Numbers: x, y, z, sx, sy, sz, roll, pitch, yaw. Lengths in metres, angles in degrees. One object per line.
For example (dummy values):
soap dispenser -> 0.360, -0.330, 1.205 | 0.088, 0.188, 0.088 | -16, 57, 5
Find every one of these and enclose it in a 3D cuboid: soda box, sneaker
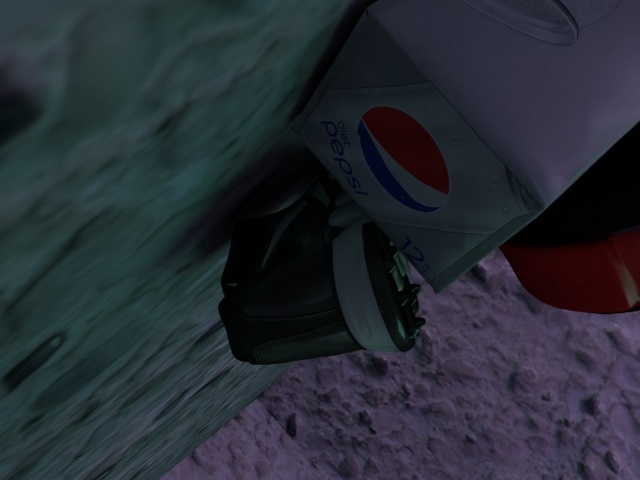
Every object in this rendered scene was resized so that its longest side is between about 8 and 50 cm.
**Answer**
soda box -> 0.126, -0.106, 0.424 | 0.286, 0.098, 0.091 | -38, 175, -29
sneaker -> 0.000, 0.000, 0.503 | 0.106, 0.078, 0.234 | -17, -164, 13

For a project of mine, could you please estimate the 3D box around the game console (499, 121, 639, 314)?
game console -> 0.282, -0.106, 0.479 | 0.386, 0.060, 0.342 | -16, -154, 26
